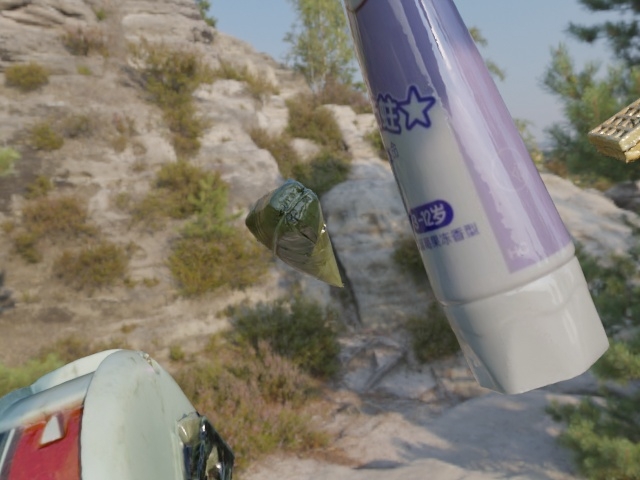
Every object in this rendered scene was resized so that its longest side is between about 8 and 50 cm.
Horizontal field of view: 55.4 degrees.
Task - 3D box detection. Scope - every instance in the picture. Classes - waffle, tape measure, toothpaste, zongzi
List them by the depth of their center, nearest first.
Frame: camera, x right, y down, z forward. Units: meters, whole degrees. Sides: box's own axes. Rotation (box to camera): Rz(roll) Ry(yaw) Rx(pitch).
[{"bbox_3d":[0.056,-0.102,0.344,0.079,0.371,0.125,-21,-1,4],"label":"toothpaste"},{"bbox_3d":[-0.123,0.193,0.397,0.125,0.243,0.246,-19,47,0],"label":"tape measure"},{"bbox_3d":[0.000,0.000,0.572,0.062,0.130,0.154,-48,11,-17],"label":"zongzi"},{"bbox_3d":[0.446,-0.164,0.815,0.148,0.042,0.102,-35,12,9],"label":"waffle"}]
